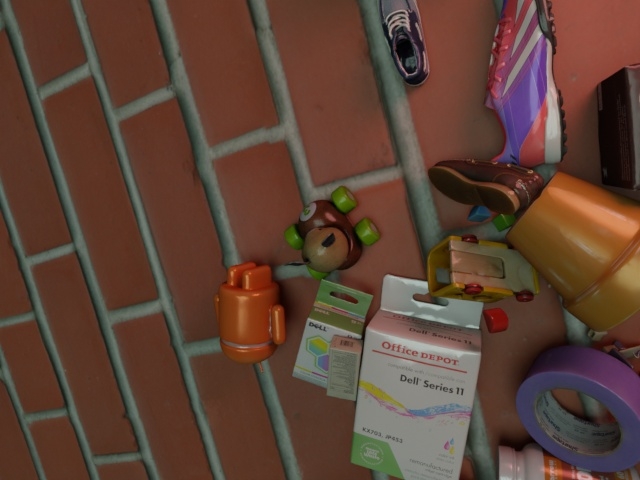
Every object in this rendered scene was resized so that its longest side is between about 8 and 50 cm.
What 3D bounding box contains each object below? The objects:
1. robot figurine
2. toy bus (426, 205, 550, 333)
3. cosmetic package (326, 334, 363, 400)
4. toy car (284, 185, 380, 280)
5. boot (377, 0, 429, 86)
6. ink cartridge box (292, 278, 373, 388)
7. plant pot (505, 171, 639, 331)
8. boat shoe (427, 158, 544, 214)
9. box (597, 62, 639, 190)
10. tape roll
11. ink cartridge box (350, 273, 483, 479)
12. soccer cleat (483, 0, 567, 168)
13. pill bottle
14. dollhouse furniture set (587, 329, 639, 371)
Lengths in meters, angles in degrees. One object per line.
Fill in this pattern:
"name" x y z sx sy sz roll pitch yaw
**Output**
"robot figurine" -0.148 0.158 0.949 0.157 0.128 0.220 1 100 -3
"toy bus" 0.284 0.059 0.792 0.202 0.191 0.104 50 154 5
"cosmetic package" 0.045 0.239 0.858 0.060 0.041 0.115 9 116 9
"toy car" 0.000 0.000 0.834 0.155 0.188 0.149 -37 87 21
"boot" 0.139 -0.361 0.775 0.069 0.086 0.190 -20 93 21
"ink cartridge box" 0.022 0.191 0.900 0.108 0.062 0.209 18 117 5
"plant pot" 0.400 0.000 0.696 0.188 0.205 0.205 38 109 15
"boat shoe" 0.264 -0.097 0.750 0.073 0.207 0.073 -39 123 -9
"box" 0.521 -0.168 0.637 0.203 0.167 0.169 -6 98 20
"tape roll" 0.432 0.276 0.757 0.188 0.080 0.189 22 126 34
"ink cartridge box" 0.181 0.259 0.857 0.207 0.119 0.354 9 103 18
"soccer cleat" 0.311 -0.273 0.727 0.116 0.108 0.319 -7 100 24
"pill bottle" 0.425 0.428 0.804 0.216 0.121 0.121 3 101 18
"dollhouse furniture set" 0.506 0.214 0.798 0.081 0.091 0.114 -5 129 -20
